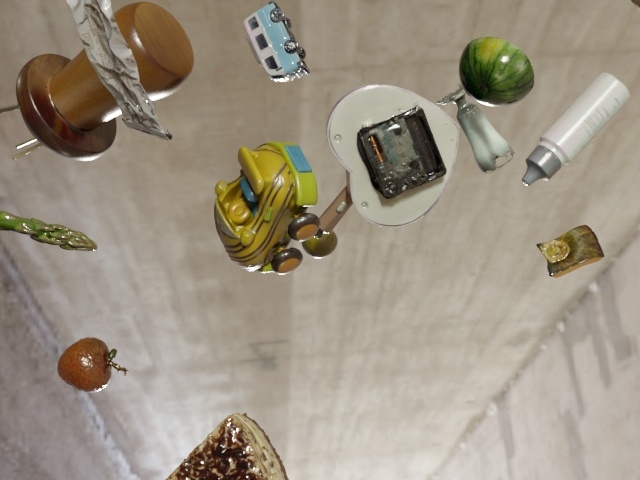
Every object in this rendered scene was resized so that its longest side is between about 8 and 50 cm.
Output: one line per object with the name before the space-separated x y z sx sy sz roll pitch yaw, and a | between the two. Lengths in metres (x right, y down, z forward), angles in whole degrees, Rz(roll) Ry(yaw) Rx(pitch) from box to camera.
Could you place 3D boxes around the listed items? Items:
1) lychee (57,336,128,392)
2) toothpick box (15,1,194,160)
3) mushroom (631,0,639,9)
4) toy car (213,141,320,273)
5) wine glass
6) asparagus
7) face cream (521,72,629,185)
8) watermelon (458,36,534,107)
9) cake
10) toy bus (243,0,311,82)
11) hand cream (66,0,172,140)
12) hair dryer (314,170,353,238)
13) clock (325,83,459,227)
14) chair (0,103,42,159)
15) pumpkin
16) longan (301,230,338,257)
lychee | -0.436 0.245 1.985 0.114 0.140 0.101 -83 -173 -58
toothpick box | -0.352 -0.254 1.669 0.192 0.294 0.192 38 38 -38
mushroom | 0.815 -0.532 2.313 0.154 0.407 0.138 -41 -121 36
toy car | -0.110 -0.055 1.780 0.200 0.142 0.248 60 -42 36
wine glass | 0.275 -0.199 1.823 0.155 0.072 0.072 56 3 -14
asparagus | -0.352 -0.020 1.098 0.034 0.236 0.027 92 10 -56
face cream | 0.562 -0.240 2.321 0.092 0.311 0.092 42 -7 7
watermelon | 0.226 -0.215 1.363 0.062 0.105 0.105 -53 160 -30
cake | -0.169 0.305 1.299 0.112 0.246 0.135 37 35 -69
toy bus | -0.071 -0.310 1.651 0.123 0.075 0.060 66 10 10
hand cream | -0.218 -0.223 1.061 0.084 0.050 0.257 15 -54 44
hair dryer | 0.044 -0.069 1.918 0.182 0.064 0.117 -52 -167 19
clock | 0.107 -0.120 1.386 0.064 0.172 0.198 -102 170 -75
chair | -0.480 -0.225 1.925 0.095 0.221 0.104 60 -9 35
pumpkin | 0.395 0.022 1.638 0.035 0.101 0.073 75 -6 -45
longan | 0.000 0.000 2.085 0.083 0.075 0.075 -30 119 -63
